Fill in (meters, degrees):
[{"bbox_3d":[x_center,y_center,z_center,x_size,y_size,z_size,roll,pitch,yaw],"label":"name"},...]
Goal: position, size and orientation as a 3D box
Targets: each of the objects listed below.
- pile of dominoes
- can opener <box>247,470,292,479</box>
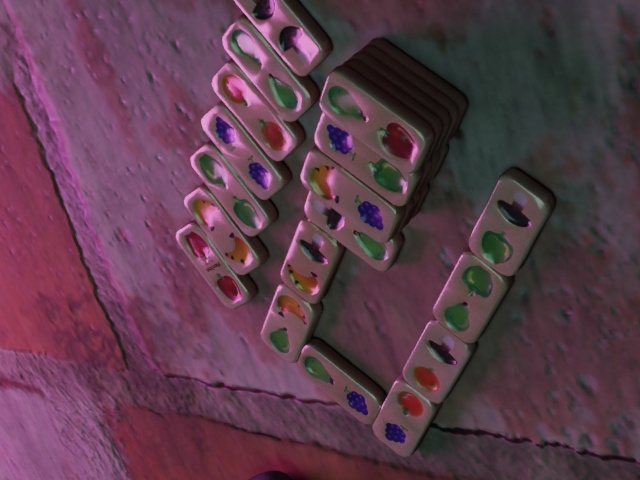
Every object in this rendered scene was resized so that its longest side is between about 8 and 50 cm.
[{"bbox_3d":[0.000,0.000,0.750,0.196,0.040,0.251,37,140,14],"label":"pile of dominoes"},{"bbox_3d":[-0.039,0.262,0.998,0.283,0.076,0.095,107,147,-47],"label":"can opener"}]
